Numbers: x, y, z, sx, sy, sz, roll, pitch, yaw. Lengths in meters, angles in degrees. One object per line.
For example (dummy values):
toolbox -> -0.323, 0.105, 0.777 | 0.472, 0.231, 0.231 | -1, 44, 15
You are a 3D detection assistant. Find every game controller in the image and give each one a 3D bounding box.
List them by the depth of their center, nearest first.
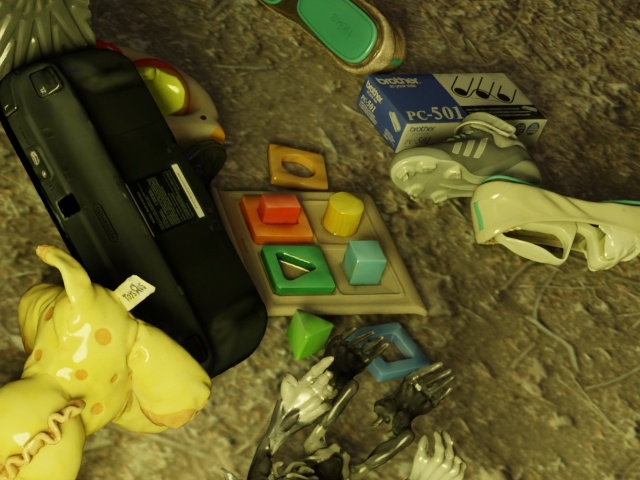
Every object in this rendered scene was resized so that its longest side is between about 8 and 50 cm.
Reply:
game controller -> -0.162, -0.024, 1.404 | 0.166, 0.067, 0.319 | -25, 86, -58

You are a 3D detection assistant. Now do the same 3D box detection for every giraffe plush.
giraffe plush -> -0.198, 0.127, 1.222 | 0.181, 0.210, 0.170 | 31, 65, 6

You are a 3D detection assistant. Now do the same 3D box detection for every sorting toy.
sorting toy -> 0.000, 0.000, 1.574 | 0.196, 0.047, 0.348 | 3, 39, -25

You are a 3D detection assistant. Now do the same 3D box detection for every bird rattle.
bird rattle -> -0.208, -0.149, 1.633 | 0.207, 0.143, 0.253 | 11, 22, -35

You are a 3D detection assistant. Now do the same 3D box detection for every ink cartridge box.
ink cartridge box -> 0.154, -0.151, 1.856 | 0.207, 0.046, 0.097 | -5, 43, -33

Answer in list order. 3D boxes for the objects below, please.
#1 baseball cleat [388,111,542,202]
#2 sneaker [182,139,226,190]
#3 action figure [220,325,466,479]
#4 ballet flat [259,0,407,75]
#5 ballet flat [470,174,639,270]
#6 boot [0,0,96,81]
baseball cleat -> 0.150, -0.093, 1.752 | 0.206, 0.072, 0.109 | 8, 51, -37
sneaker -> -0.129, -0.031, 1.534 | 0.089, 0.051, 0.170 | 32, 49, 26
action figure -> 0.022, 0.171, 1.286 | 0.164, 0.141, 0.276 | 34, 34, -4
ballet flat -> -0.005, -0.303, 1.943 | 0.106, 0.107, 0.316 | 8, 38, -54
ballet flat -> 0.277, -0.006, 1.721 | 0.248, 0.086, 0.086 | 9, 37, -16
boot -> -0.402, -0.340, 1.470 | 0.445, 0.367, 0.146 | 35, 47, 30
